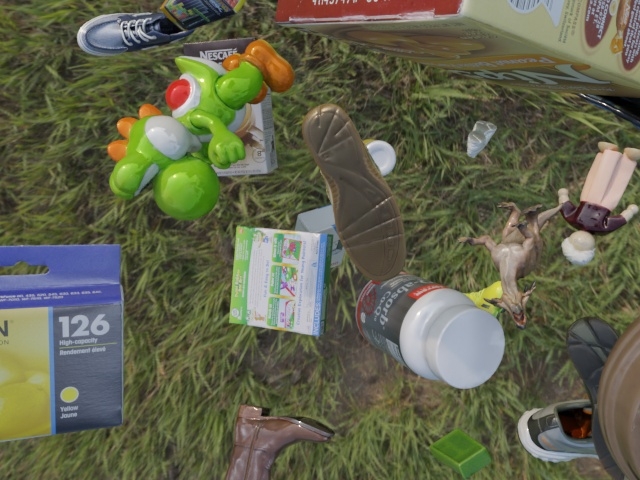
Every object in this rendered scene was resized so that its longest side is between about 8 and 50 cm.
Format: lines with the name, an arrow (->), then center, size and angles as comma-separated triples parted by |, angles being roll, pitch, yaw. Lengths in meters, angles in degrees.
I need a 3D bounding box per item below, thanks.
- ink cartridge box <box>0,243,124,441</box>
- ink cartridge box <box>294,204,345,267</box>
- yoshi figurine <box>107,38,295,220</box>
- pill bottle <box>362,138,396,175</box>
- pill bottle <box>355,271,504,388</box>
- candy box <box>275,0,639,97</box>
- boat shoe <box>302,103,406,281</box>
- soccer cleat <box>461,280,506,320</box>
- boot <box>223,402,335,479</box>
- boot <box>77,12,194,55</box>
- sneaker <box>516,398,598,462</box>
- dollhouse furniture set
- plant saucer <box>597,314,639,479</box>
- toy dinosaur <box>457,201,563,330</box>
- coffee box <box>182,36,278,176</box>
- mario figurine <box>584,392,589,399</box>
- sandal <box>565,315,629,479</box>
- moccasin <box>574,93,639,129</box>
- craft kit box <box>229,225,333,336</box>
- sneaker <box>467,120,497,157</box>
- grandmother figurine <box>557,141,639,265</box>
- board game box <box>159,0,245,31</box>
ink cartridge box -> -0.471, 0.164, 0.928 | 0.304, 0.072, 0.307 | -1, 104, -22
ink cartridge box -> 0.000, 0.000, 1.608 | 0.082, 0.140, 0.190 | 53, 147, 32
yoshi figurine -> -0.190, -0.172, 1.013 | 0.203, 0.362, 0.203 | 29, 153, 22
pill bottle -> 0.151, -0.243, 1.711 | 0.103, 0.184, 0.103 | -1, 102, -7
pill bottle -> 0.245, 0.200, 1.364 | 0.210, 0.363, 0.210 | -3, 98, -22
candy box -> 0.147, -0.183, 0.473 | 0.183, 0.316, 0.087 | 23, 108, 48
boat shoe -> 0.030, -0.036, 0.436 | 0.050, 0.045, 0.135 | -19, 90, 14
soccer cleat -> 0.430, 0.173, 1.569 | 0.121, 0.289, 0.093 | 37, 72, 18
boot -> -0.043, 0.217, 0.539 | 0.106, 0.037, 0.114 | 4, 76, 31
boot -> -0.312, -0.360, 0.997 | 0.190, 0.086, 0.069 | -22, 110, -26
sneaker -> 0.461, 0.302, 0.936 | 0.272, 0.100, 0.108 | 0, 148, -12
dollhouse furniture set -> 0.161, 0.268, 0.572 | 0.076, 0.058, 0.151 | -28, 96, -14
plant saucer -> 0.352, 0.137, 0.420 | 0.278, 0.041, 0.277 | 9, 119, 17
toy dinosaur -> 0.411, 0.039, 1.212 | 0.127, 0.296, 0.200 | -4, 117, 50
coffee box -> -0.203, -0.304, 1.346 | 0.168, 0.119, 0.297 | -3, 104, 9
mario figurine -> 0.665, 0.283, 1.066 | 0.198, 0.170, 0.320 | 48, 124, -5
sandal -> 0.388, 0.206, 0.774 | 0.090, 0.060, 0.219 | -26, 76, 27
moccasin -> 0.405, -0.132, 0.635 | 0.117, 0.342, 0.137 | -19, 120, -10
craft kit box -> -0.099, 0.096, 1.444 | 0.247, 0.061, 0.249 | 6, 92, 18
sneaker -> 0.415, -0.267, 1.530 | 0.054, 0.152, 0.061 | 27, 133, 20
grandmother figurine -> 0.759, -0.096, 1.621 | 0.208, 0.104, 0.342 | 21, 92, 40
board game box -> -0.119, -0.361, 0.760 | 0.048, 0.170, 0.141 | 39, 161, -35
